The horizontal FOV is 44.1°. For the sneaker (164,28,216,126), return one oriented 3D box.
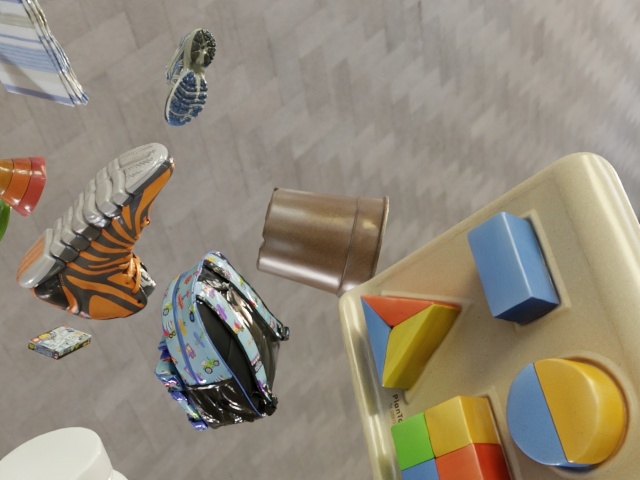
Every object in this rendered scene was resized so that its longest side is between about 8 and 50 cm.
[{"bbox_3d":[-0.183,-0.218,1.067,0.052,0.058,0.135,23,83,-44],"label":"sneaker"}]

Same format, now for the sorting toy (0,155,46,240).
[{"bbox_3d":[-0.678,-0.064,1.548,0.126,0.127,0.365,20,139,-41],"label":"sorting toy"}]

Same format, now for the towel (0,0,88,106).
[{"bbox_3d":[-0.538,-0.361,1.381,0.034,0.209,0.285,-58,149,-32],"label":"towel"}]

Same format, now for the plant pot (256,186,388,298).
[{"bbox_3d":[0.000,0.000,1.139,0.167,0.165,0.167,-168,-90,-88],"label":"plant pot"}]

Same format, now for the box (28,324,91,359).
[{"bbox_3d":[-0.675,0.263,2.051,0.137,0.094,0.027,-29,134,-67],"label":"box"}]

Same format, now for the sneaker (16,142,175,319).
[{"bbox_3d":[-0.305,-0.002,1.234,0.321,0.124,0.180,-40,122,17],"label":"sneaker"}]

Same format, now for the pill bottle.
[{"bbox_3d":[-0.398,0.532,1.335,0.224,0.224,0.392,-33,117,-39],"label":"pill bottle"}]

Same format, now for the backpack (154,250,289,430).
[{"bbox_3d":[-0.124,0.109,0.902,0.158,0.117,0.173,-82,148,-54],"label":"backpack"}]

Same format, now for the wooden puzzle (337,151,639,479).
[{"bbox_3d":[0.163,0.118,0.769,0.348,0.322,0.080,-32,145,33],"label":"wooden puzzle"}]
